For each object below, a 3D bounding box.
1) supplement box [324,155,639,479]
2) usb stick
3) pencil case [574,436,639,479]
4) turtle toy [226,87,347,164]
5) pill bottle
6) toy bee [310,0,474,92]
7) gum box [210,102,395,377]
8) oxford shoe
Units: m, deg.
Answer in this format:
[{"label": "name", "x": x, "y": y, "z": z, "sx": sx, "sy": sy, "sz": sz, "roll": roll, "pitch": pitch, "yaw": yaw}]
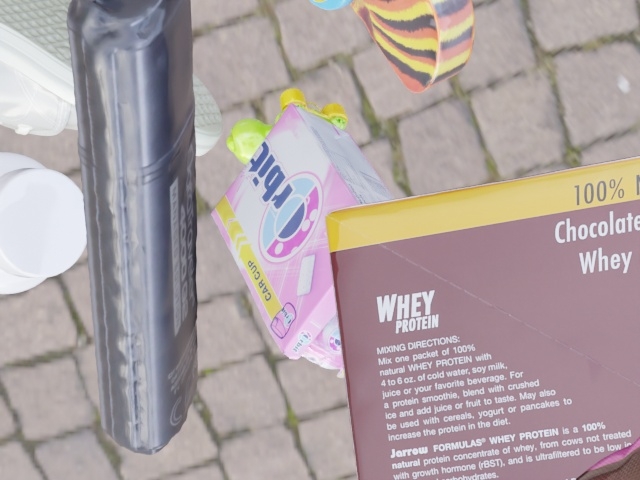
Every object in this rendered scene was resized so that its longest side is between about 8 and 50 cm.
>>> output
[{"label": "supplement box", "x": 0.118, "y": 0.073, "z": 0.779, "sx": 0.191, "sy": 0.129, "sz": 0.194, "roll": -10, "pitch": 79, "yaw": 13}, {"label": "usb stick", "x": -0.084, "y": -0.009, "z": 0.748, "sx": 0.045, "sy": 0.077, "sz": 0.278, "roll": 11, "pitch": 133, "yaw": 9}, {"label": "pencil case", "x": 0.059, "y": 0.122, "z": 0.404, "sx": 0.095, "sy": 0.098, "sz": 0.209, "roll": 47, "pitch": 115, "yaw": -1}, {"label": "turtle toy", "x": -0.025, "y": -0.088, "z": 1.490, "sx": 0.130, "sy": 0.095, "sz": 0.066, "roll": 16, "pitch": 137, "yaw": -33}, {"label": "pill bottle", "x": -0.225, "y": -0.012, "z": 1.059, "sx": 0.094, "sy": 0.169, "sz": 0.094, "roll": 0, "pitch": 90, "yaw": -38}, {"label": "toy bee", "x": 0.035, "y": -0.281, "z": 1.416, "sx": 0.298, "sy": 0.195, "sz": 0.162, "roll": 34, "pitch": 139, "yaw": -2}, {"label": "gum box", "x": 0.000, "y": 0.000, "z": 1.118, "sx": 0.062, "sy": 0.188, "sz": 0.107, "roll": 25, "pitch": 110, "yaw": -34}, {"label": "oxford shoe", "x": -0.304, "y": -0.168, "z": 1.471, "sx": 0.449, "sy": 0.169, "sz": 0.130, "roll": 19, "pitch": 119, "yaw": -22}]
